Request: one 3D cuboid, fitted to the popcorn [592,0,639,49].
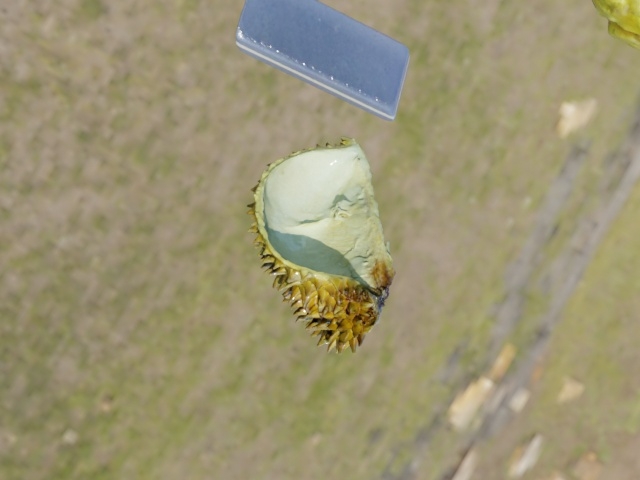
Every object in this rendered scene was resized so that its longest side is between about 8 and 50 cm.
[{"bbox_3d":[0.328,-0.286,1.624,0.204,0.183,0.221,-44,131,-48],"label":"popcorn"}]

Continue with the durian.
[{"bbox_3d":[0.000,0.000,1.841,0.139,0.252,0.144,-27,134,15],"label":"durian"}]

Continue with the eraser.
[{"bbox_3d":[0.006,-0.205,1.869,0.036,0.225,0.082,-12,-120,59],"label":"eraser"}]
